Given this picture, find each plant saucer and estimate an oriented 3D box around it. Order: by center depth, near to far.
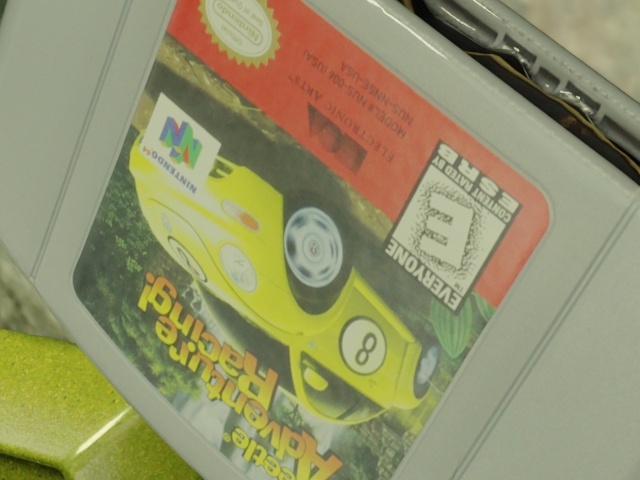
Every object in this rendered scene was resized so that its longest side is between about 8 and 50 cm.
[{"bbox_3d":[-0.129,0.134,0.628,0.188,0.045,0.188,7,111,37],"label":"plant saucer"}]

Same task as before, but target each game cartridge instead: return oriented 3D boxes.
[{"bbox_3d":[0.000,0.000,0.474,0.294,0.060,0.196,40,131,20],"label":"game cartridge"}]
